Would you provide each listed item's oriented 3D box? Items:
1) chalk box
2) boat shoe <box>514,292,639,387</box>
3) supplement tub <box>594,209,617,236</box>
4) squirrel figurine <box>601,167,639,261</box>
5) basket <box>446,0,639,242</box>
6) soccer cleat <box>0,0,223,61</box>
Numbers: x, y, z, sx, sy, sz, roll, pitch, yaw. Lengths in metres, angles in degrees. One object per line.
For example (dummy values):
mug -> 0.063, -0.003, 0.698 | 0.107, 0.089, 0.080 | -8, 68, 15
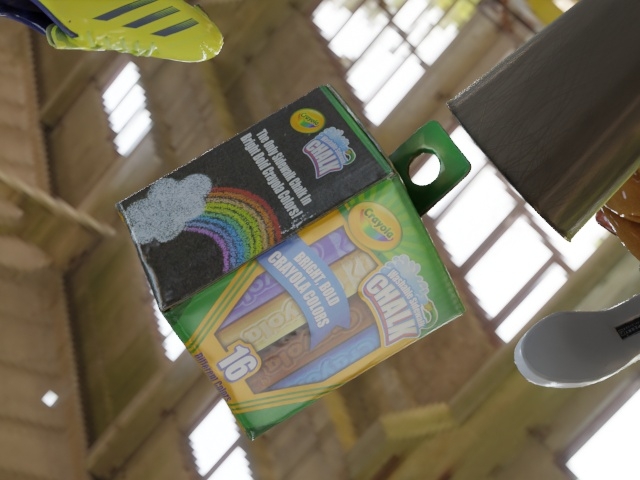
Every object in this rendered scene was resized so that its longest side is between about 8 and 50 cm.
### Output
chalk box -> 0.000, 0.000, 1.330 | 0.179, 0.289, 0.180 | 62, 178, -38
boat shoe -> 0.323, 0.128, 1.779 | 0.258, 0.084, 0.095 | -10, -113, -31
supplement tub -> 0.473, -0.087, 2.103 | 0.106, 0.198, 0.106 | 28, -171, -5
squirrel figurine -> 0.479, -0.140, 1.811 | 0.397, 0.281, 0.370 | 47, 175, -21
basket -> 0.249, -0.138, 1.344 | 0.154, 0.227, 0.204 | 42, -169, -28
soccer cleat -> -0.257, -0.250, 1.738 | 0.289, 0.093, 0.121 | 19, -124, -11
